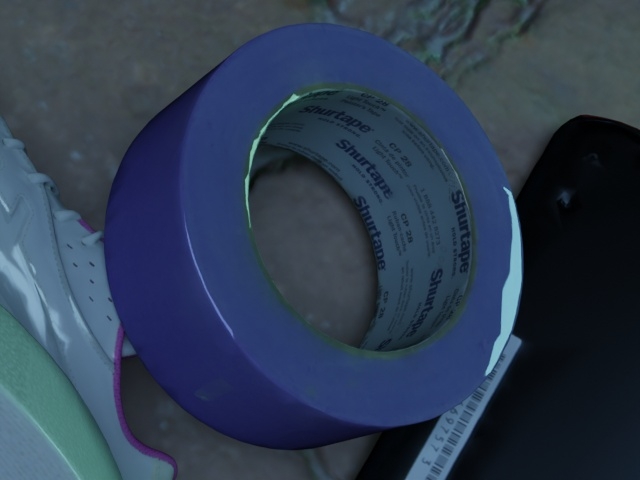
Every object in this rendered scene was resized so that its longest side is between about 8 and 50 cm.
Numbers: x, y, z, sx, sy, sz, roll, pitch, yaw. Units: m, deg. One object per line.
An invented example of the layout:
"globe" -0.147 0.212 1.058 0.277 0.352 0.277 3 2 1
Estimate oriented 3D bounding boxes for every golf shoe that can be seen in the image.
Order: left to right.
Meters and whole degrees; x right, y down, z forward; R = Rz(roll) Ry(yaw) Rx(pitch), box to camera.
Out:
"golf shoe" -0.155 0.007 0.567 0.140 0.115 0.306 -11 90 -22

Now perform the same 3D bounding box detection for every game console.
"game console" 0.191 0.161 0.593 0.342 0.060 0.386 28 75 15

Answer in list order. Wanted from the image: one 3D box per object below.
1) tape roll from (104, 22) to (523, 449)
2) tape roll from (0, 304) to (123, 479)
"tape roll" 0.000 0.000 0.565 0.189 0.080 0.189 11 69 -31
"tape roll" -0.260 0.161 0.449 0.392 0.072 0.392 -3 109 -8
